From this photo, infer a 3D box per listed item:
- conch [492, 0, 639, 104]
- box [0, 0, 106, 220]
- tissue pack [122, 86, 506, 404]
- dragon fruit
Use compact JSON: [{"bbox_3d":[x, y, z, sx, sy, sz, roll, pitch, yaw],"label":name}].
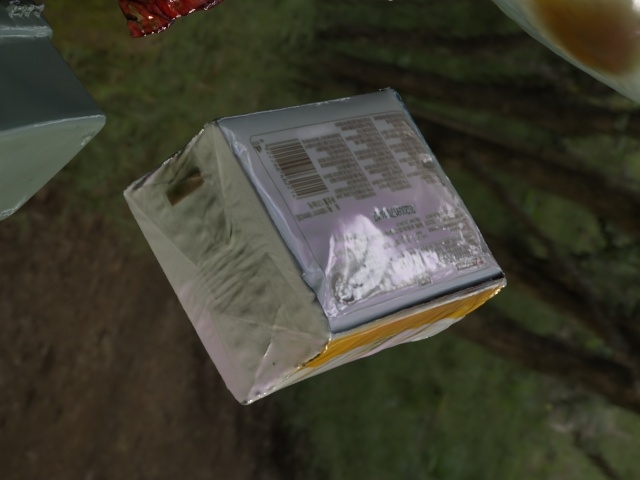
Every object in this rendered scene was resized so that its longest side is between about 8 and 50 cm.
[{"bbox_3d":[0.127,-0.153,0.417,0.249,0.368,0.197,-22,-170,38],"label":"conch"},{"bbox_3d":[-0.245,-0.083,1.075,0.148,0.129,0.210,-41,174,20],"label":"box"},{"bbox_3d":[0.000,0.000,1.243,0.124,0.185,0.225,-35,168,37],"label":"tissue pack"},{"bbox_3d":[-0.129,-0.279,1.574,0.120,0.127,0.161,-17,-154,52],"label":"dragon fruit"}]
